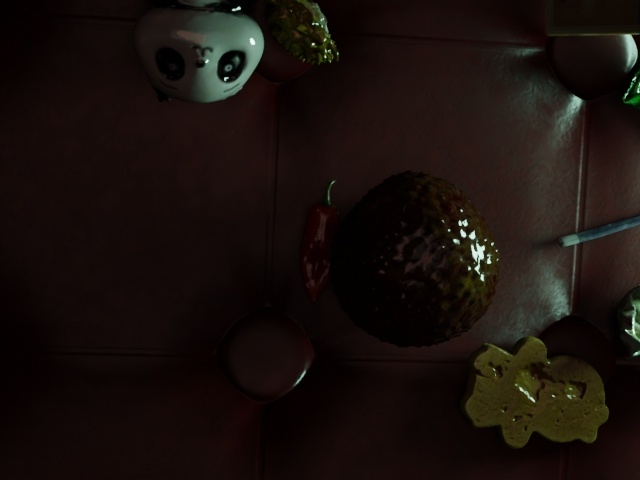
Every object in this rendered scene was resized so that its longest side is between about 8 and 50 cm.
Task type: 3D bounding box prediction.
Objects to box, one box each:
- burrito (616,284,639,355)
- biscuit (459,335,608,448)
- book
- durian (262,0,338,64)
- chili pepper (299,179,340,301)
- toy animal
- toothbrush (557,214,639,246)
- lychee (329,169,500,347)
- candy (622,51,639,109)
[{"bbox_3d":[0.585,0.145,1.719,0.228,0.089,0.144,18,78,-9],"label":"burrito"},{"bbox_3d":[0.348,0.247,1.721,0.248,0.035,0.184,8,95,-9],"label":"biscuit"},{"bbox_3d":[0.465,-0.398,1.624,0.241,0.018,0.170,4,95,26],"label":"book"},{"bbox_3d":[-0.055,-0.352,1.591,0.078,0.140,0.224,-32,79,11],"label":"durian"},{"bbox_3d":[-0.001,0.000,1.647,0.059,0.050,0.191,8,93,0],"label":"chili pepper"},{"bbox_3d":[-0.174,-0.315,1.540,0.187,0.165,0.235,3,94,-8],"label":"toy animal"},{"bbox_3d":[0.517,-0.034,1.726,0.288,0.024,0.026,-17,111,-7],"label":"toothbrush"},{"bbox_3d":[0.136,0.032,1.576,0.260,0.260,0.261,-1,95,-7],"label":"lychee"},{"bbox_3d":[0.569,-0.242,1.689,0.203,0.078,0.141,29,102,-20],"label":"candy"}]
